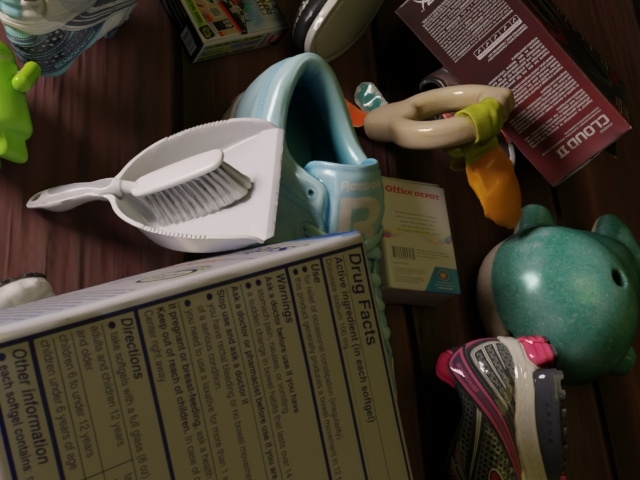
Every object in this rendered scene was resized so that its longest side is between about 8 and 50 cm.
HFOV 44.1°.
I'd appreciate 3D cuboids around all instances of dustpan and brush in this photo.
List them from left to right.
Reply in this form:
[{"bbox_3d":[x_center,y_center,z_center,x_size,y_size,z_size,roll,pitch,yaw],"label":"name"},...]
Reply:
[{"bbox_3d":[-0.141,-0.041,0.653,0.147,0.211,0.060,-88,156,-44],"label":"dustpan and brush"}]

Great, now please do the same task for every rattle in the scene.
[{"bbox_3d":[0.111,-0.097,0.848,0.142,0.200,0.130,61,40,-38],"label":"rattle"}]

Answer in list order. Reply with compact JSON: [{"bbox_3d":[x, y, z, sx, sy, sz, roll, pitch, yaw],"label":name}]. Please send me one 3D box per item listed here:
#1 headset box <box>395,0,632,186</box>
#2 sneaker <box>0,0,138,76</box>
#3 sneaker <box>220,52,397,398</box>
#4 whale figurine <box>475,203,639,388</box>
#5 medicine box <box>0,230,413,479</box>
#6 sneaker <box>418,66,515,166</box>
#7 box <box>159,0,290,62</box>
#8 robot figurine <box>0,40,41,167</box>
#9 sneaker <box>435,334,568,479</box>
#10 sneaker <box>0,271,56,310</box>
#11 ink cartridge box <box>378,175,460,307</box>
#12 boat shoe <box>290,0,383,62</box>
[{"bbox_3d":[0.244,-0.209,0.925,0.293,0.110,0.218,47,29,-4],"label":"headset box"},{"bbox_3d":[-0.204,-0.263,0.730,0.110,0.122,0.283,26,55,7],"label":"sneaker"},{"bbox_3d":[0.000,0.000,0.709,0.135,0.150,0.366,-11,74,-32],"label":"sneaker"},{"bbox_3d":[0.297,0.046,0.868,0.272,0.141,0.216,-24,82,-37],"label":"whale figurine"},{"bbox_3d":[-0.089,0.153,0.535,0.289,0.149,0.263,-15,95,-41],"label":"medicine box"},{"bbox_3d":[0.166,-0.133,0.930,0.065,0.061,0.158,-23,71,-25],"label":"sneaker"},{"bbox_3d":[-0.129,-0.293,0.834,0.114,0.036,0.207,-24,82,-36],"label":"box"},{"bbox_3d":[-0.276,-0.116,0.646,0.101,0.067,0.115,-16,84,6],"label":"robot figurine"},{"bbox_3d":[0.172,0.241,0.740,0.112,0.121,0.299,-4,78,6],"label":"sneaker"},{"bbox_3d":[-0.278,0.123,0.526,0.271,0.100,0.108,-34,93,-36],"label":"sneaker"},{"bbox_3d":[0.088,0.002,0.820,0.088,0.052,0.122,7,66,-28],"label":"ink cartridge box"},{"bbox_3d":[0.042,-0.324,0.911,0.091,0.114,0.302,30,63,13],"label":"boat shoe"}]
